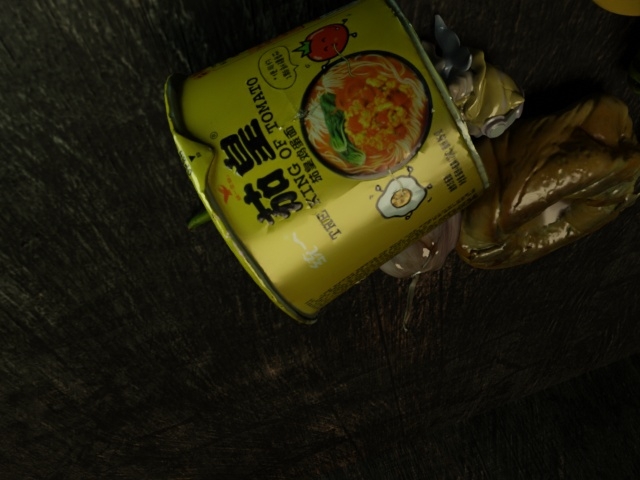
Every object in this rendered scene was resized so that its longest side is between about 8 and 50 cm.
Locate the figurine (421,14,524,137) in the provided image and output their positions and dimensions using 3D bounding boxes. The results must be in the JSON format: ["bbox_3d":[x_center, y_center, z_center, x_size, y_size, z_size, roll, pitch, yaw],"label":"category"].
[{"bbox_3d":[0.187,-0.197,0.963,0.183,0.128,0.208,-21,145,-7],"label":"figurine"}]

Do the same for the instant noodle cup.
[{"bbox_3d":[0.020,-0.103,0.798,0.254,0.326,0.325,-28,149,10],"label":"instant noodle cup"}]

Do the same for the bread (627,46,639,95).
[{"bbox_3d":[0.543,-0.284,1.105,0.130,0.071,0.139,-3,143,-34],"label":"bread"}]

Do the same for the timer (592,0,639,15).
[{"bbox_3d":[0.559,-0.291,0.875,0.386,0.376,0.376,-12,161,40],"label":"timer"}]

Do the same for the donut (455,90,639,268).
[{"bbox_3d":[0.373,-0.092,1.207,0.360,0.170,0.360,-18,155,-9],"label":"donut"}]

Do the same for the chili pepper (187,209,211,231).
[{"bbox_3d":[-0.024,-0.082,1.041,0.368,0.092,0.137,-16,161,-5],"label":"chili pepper"}]

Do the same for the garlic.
[{"bbox_3d":[0.102,0.000,1.110,0.207,0.257,0.207,19,167,4],"label":"garlic"}]
